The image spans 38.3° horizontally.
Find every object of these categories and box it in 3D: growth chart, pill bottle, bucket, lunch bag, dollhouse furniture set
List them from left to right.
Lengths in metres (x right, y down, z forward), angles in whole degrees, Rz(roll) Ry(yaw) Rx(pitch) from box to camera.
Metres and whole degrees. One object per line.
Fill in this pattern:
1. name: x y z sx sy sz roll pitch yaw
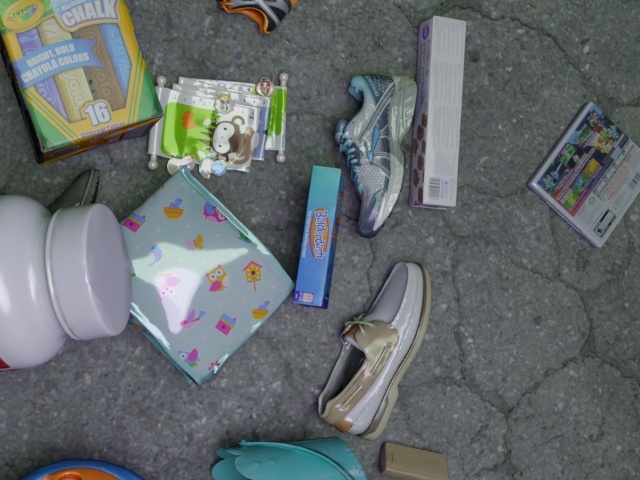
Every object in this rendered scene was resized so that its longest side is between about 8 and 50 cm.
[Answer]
1. pill bottle: -0.468 0.063 1.194 0.408 0.229 0.229 -7 90 5
2. lunch bag: -0.195 0.057 1.386 0.262 0.160 0.223 46 75 -5
3. growth chart: -0.161 -0.185 1.475 0.237 0.021 0.171 -3 88 -20
4. bucket: -0.038 0.426 1.368 0.183 0.281 0.281 -8 90 -21
5. dollhouse furniture set: 0.124 0.439 1.536 0.144 0.123 0.151 16 48 -16

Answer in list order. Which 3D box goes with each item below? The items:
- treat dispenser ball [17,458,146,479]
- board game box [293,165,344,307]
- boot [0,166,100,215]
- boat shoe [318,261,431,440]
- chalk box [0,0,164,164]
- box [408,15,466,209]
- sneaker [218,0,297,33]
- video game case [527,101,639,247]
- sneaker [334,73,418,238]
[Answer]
1. treat dispenser ball: -0.331 0.444 1.254 0.288 0.288 0.288 1 87 -18
2. board game box: 0.000 0.000 1.446 0.047 0.160 0.210 7 86 4
3. boot: -0.447 -0.054 1.356 0.209 0.076 0.189 20 68 -7
4. boat shoe: 0.089 0.168 1.493 0.103 0.113 0.302 22 82 -21
5. chalk box: -0.366 -0.278 1.334 0.179 0.180 0.288 -19 94 -18
6. box: 0.199 -0.215 1.571 0.067 0.063 0.323 4 86 -19
7. sneaker: -0.142 -0.408 1.464 0.215 0.084 0.083 27 85 -16
8. video game case: 0.498 -0.120 1.683 0.183 0.023 0.201 41 78 -12
9. sneaker: 0.075 -0.142 1.519 0.122 0.110 0.282 11 76 -8
